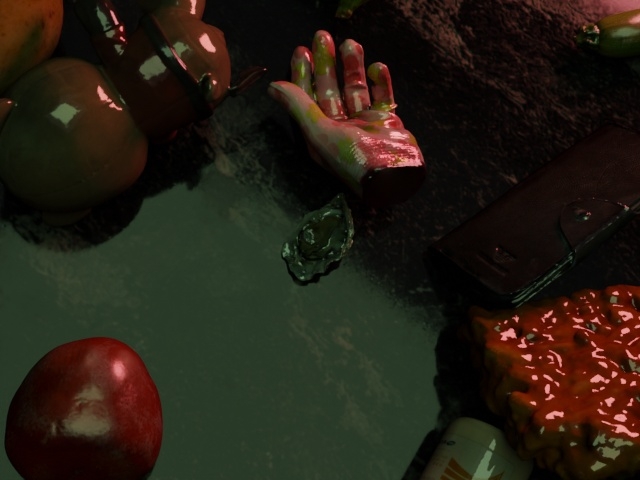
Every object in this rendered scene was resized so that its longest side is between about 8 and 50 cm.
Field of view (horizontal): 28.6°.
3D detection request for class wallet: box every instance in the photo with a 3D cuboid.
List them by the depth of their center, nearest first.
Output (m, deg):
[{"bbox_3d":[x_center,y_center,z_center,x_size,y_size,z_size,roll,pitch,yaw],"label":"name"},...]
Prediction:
[{"bbox_3d":[0.300,-0.038,1.573,0.318,0.172,0.045,-35,127,-14],"label":"wallet"}]

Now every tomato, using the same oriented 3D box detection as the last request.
[{"bbox_3d":[-0.266,0.195,1.409,0.187,0.151,0.187,1,73,-4],"label":"tomato"}]

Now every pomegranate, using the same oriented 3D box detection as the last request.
[{"bbox_3d":[-0.427,-0.272,1.453,0.260,0.260,0.260,2,75,-9],"label":"pomegranate"}]

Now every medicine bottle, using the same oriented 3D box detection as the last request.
[{"bbox_3d":[0.147,0.337,1.458,0.114,0.114,0.252,31,73,0],"label":"medicine bottle"}]

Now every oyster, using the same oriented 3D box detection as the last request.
[{"bbox_3d":[0.000,-0.001,1.572,0.100,0.037,0.098,-24,60,5],"label":"oyster"}]

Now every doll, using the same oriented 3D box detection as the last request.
[{"bbox_3d":[-0.233,-0.157,1.470,0.330,0.235,0.174,-38,54,-7],"label":"doll"}]

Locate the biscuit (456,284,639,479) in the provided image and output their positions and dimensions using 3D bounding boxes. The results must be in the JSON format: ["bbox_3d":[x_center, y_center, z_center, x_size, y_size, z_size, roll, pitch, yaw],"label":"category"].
[{"bbox_3d":[0.344,0.163,1.463,0.312,0.110,0.318,-7,35,-10],"label":"biscuit"}]

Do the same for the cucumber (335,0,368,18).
[{"bbox_3d":[0.064,-0.405,1.648,0.134,0.134,0.244,16,83,-5],"label":"cucumber"}]

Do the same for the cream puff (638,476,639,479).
[{"bbox_3d":[0.491,0.329,1.496,0.244,0.196,0.244,18,48,-22],"label":"cream puff"}]

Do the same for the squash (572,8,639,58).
[{"bbox_3d":[0.470,-0.292,1.708,0.258,0.069,0.069,-16,78,-13],"label":"squash"}]

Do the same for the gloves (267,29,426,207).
[{"bbox_3d":[0.030,-0.151,1.574,0.145,0.126,0.241,-27,52,-10],"label":"gloves"}]
